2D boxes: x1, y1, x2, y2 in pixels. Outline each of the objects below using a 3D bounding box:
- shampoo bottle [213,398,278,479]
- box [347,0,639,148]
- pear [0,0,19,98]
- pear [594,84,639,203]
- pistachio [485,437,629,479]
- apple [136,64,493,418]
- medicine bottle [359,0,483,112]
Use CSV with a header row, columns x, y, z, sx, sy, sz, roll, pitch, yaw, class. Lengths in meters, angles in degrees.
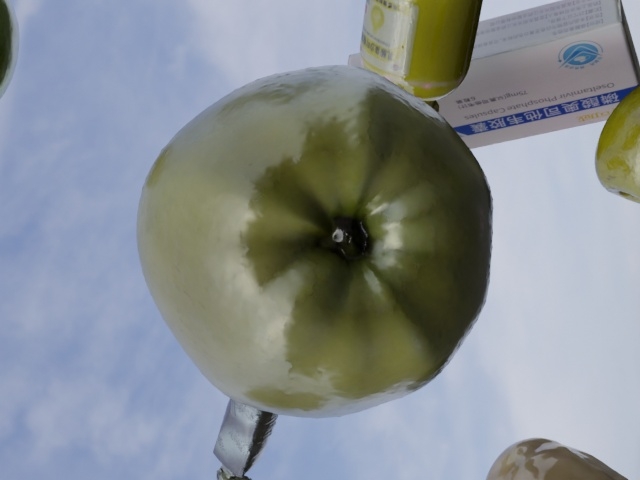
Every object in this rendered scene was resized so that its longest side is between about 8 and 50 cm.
x,y,z,sx,sy,sz,roll,pitch,yaw,class
-0.084,0.222,1.152,0.057,0.063,0.207,-36,-25,-41,shampoo bottle
0.228,-0.202,1.293,0.200,0.344,0.065,45,-140,-54,box
-0.381,-0.179,0.912,0.219,0.188,0.187,-45,-51,-56,pear
0.400,-0.111,1.162,0.162,0.149,0.149,-55,-26,4,pear
0.240,0.333,0.936,0.193,0.214,0.317,32,-137,-37,pistachio
0.000,0.000,0.521,0.200,0.200,0.200,-3,-90,-67,apple
0.101,-0.197,1.086,0.122,0.122,0.212,-57,-21,-53,medicine bottle
